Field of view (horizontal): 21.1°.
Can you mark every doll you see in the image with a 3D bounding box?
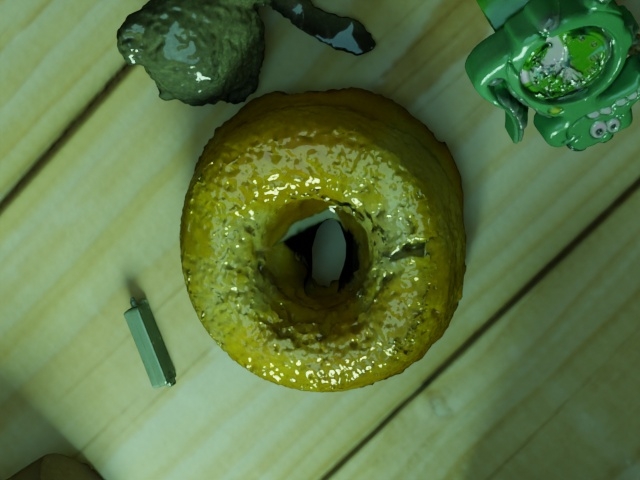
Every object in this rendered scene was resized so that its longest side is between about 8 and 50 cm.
[{"bbox_3d":[-0.054,-0.241,1.344,0.203,0.091,0.285,-2,117,-21],"label":"doll"}]

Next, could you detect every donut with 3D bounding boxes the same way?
[{"bbox_3d":[-0.001,0.003,1.372,0.253,0.118,0.253,1,96,12],"label":"donut"}]

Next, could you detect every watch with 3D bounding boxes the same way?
[{"bbox_3d":[0.165,-0.165,1.291,0.131,0.152,0.165,-33,137,17],"label":"watch"}]

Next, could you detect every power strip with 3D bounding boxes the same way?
[{"bbox_3d":[-0.145,0.087,1.465,0.017,0.027,0.083,-20,95,16],"label":"power strip"}]

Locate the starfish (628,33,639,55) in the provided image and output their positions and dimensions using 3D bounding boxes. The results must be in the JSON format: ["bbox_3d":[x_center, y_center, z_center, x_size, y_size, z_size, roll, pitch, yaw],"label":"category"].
[{"bbox_3d":[0.370,-0.125,1.275,0.293,0.084,0.301,-40,82,26],"label":"starfish"}]

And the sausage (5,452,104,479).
[{"bbox_3d":[-0.293,0.293,1.492,0.253,0.123,0.123,-35,93,17],"label":"sausage"}]
